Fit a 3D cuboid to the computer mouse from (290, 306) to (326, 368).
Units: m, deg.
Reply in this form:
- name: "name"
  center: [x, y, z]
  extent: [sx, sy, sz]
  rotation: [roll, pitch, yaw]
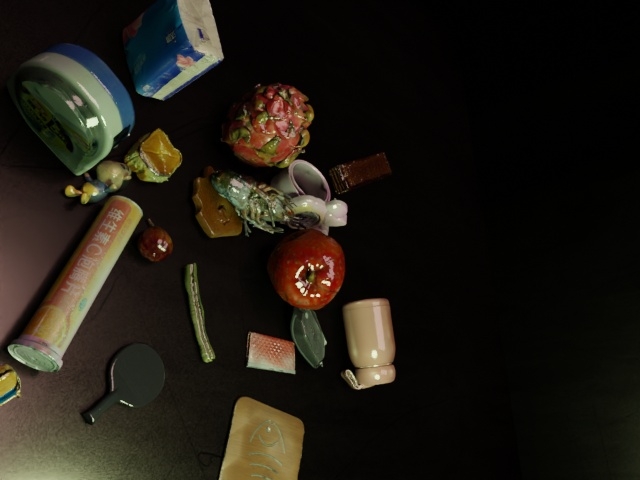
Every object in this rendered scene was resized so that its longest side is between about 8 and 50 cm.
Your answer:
- name: "computer mouse"
  center: [-0.046, 0.308, 1.817]
  extent: [0.126, 0.071, 0.231]
  rotation: [-67, 138, -59]

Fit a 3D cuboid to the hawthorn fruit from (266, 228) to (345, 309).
- name: "hawthorn fruit"
  center: [-0.042, 0.093, 1.754]
  extent: [0.258, 0.258, 0.262]
  rotation: [40, 25, -35]

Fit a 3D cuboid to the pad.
- name: "pad"
  center: [-0.157, 0.608, 1.589]
  extent: [0.286, 0.018, 0.284]
  rotation: [37, 50, -38]

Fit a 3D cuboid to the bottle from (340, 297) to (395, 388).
- name: "bottle"
  center: [0.160, 0.361, 1.986]
  extent: [0.206, 0.173, 0.297]
  rotation: [-3, 78, -20]

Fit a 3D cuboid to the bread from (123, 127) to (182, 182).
- name: "bread"
  center: [-0.445, -0.219, 1.526]
  extent: [0.128, 0.069, 0.140]
  rotation: [51, 38, -27]

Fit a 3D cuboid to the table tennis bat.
- name: "table tennis bat"
  center: [-0.453, 0.337, 1.323]
  extent: [0.150, 0.027, 0.236]
  rotation: [62, 37, -13]

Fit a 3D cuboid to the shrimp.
- name: "shrimp"
  center: [-0.183, -0.089, 1.714]
  extent: [0.372, 0.137, 0.172]
  rotation: [32, 86, -27]

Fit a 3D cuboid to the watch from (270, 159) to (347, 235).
- name: "watch"
  center: [-0.039, -0.154, 1.928]
  extent: [0.248, 0.210, 0.218]
  rotation: [19, 52, -37]

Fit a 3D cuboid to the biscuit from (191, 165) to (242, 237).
- name: "biscuit"
  center: [-0.310, -0.115, 1.681]
  extent: [0.182, 0.034, 0.216]
  rotation: [-7, 79, -57]

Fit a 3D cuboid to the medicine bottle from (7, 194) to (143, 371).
- name: "medicine bottle"
  center: [-0.532, 0.077, 1.272]
  extent: [0.108, 0.108, 0.426]
  rotation: [44, 43, -32]

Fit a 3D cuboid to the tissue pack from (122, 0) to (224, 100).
- name: "tissue pack"
  center: [-0.407, -0.529, 1.536]
  extent: [0.137, 0.269, 0.210]
  rotation: [-11, 85, -54]

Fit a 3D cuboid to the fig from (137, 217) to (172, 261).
- name: "fig"
  center: [-0.426, -0.008, 1.467]
  extent: [0.088, 0.088, 0.125]
  rotation: [34, 30, -39]

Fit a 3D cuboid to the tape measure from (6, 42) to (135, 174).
- name: "tape measure"
  center: [-0.555, -0.299, 1.282]
  extent: [0.259, 0.262, 0.138]
  rotation: [52, 52, -24]

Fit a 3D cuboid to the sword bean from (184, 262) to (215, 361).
- name: "sword bean"
  center: [-0.329, 0.195, 1.530]
  extent: [0.043, 0.038, 0.270]
  rotation: [-10, 83, -28]

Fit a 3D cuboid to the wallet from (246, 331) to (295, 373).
- name: "wallet"
  center: [-0.147, 0.341, 1.713]
  extent: [0.196, 0.020, 0.103]
  rotation: [23, 59, -45]

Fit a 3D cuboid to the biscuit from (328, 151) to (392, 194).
- name: "biscuit"
  center: [0.167, -0.279, 2.325]
  extent: [0.388, 0.073, 0.107]
  rotation: [-26, 95, -53]

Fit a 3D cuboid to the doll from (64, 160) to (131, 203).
- name: "doll"
  center: [-0.528, -0.146, 1.385]
  extent: [0.179, 0.101, 0.089]
  rotation: [-44, 153, -54]

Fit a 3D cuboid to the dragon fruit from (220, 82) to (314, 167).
- name: "dragon fruit"
  center: [-0.147, -0.359, 1.781]
  extent: [0.269, 0.290, 0.250]
  rotation: [43, 40, -34]

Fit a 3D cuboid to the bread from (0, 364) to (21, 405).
- name: "bread"
  center: [-0.635, 0.288, 1.093]
  extent: [0.106, 0.053, 0.072]
  rotation: [-37, 128, -49]
